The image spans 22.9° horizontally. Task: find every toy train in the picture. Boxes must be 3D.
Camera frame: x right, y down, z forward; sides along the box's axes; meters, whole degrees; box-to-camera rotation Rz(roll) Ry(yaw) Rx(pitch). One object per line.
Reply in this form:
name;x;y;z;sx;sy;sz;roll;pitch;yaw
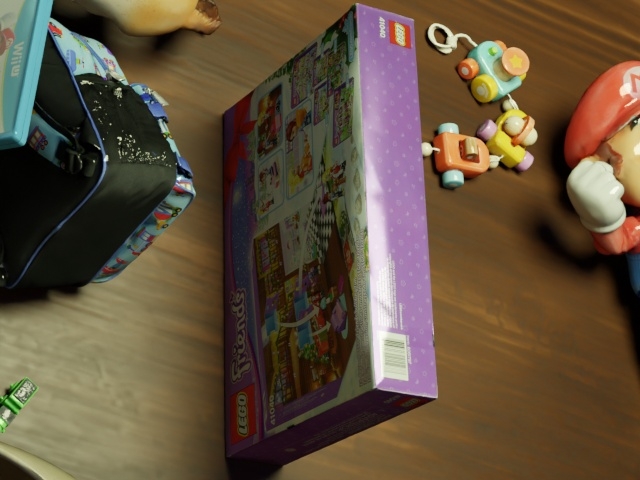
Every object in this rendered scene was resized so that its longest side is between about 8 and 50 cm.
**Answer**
toy train;-0.220;0.125;1.070;0.017;0.024;0.083;45;51;-12
toy train;0.147;-0.123;1.426;0.125;0.046;0.166;14;63;-31

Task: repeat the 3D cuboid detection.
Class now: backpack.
backpack;-0.185;-0.070;1.102;0.117;0.158;0.173;2;52;-46

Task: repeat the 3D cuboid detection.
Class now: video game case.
video game case;-0.261;-0.106;1.061;0.015;0.166;0.119;48;41;-54

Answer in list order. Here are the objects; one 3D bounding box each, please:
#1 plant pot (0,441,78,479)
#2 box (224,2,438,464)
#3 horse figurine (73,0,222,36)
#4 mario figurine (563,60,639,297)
plant pot;-0.190;0.253;0.908;0.191;0.284;0.284;24;50;-68
box;0.000;0.000;1.167;0.057;0.201;0.293;12;64;-31
horse figurine;-0.169;-0.207;1.186;0.263;0.066;0.174;19;28;-31
mario figurine;0.328;-0.011;1.421;0.198;0.170;0.320;-18;89;-74
